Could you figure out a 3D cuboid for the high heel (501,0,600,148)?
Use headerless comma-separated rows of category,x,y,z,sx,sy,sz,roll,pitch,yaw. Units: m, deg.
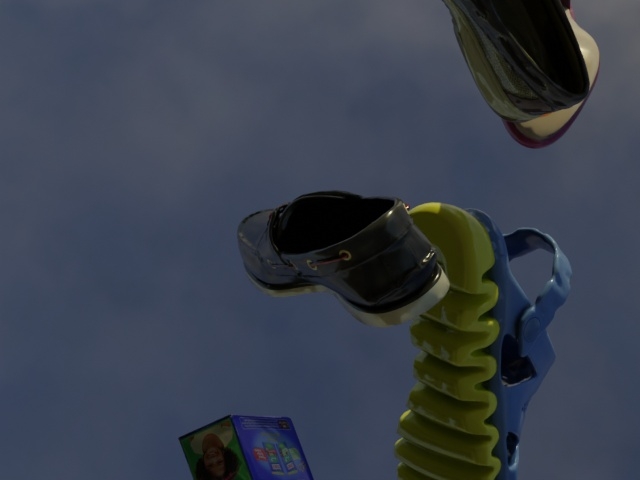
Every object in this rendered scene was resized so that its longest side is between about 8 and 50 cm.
high heel,0.164,-0.131,1.196,0.082,0.117,0.244,8,-133,-4

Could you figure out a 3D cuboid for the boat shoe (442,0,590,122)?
boat shoe,0.111,-0.181,0.988,0.073,0.080,0.223,-6,-62,52

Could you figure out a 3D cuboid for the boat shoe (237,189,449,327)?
boat shoe,0.001,-0.001,0.588,0.049,0.042,0.133,-36,-159,-18

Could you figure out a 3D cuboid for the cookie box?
cookie box,-0.033,0.161,0.911,0.040,0.092,0.107,-27,-107,17

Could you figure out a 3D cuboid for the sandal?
sandal,0.142,0.114,1.249,0.126,0.138,0.317,28,-56,48
